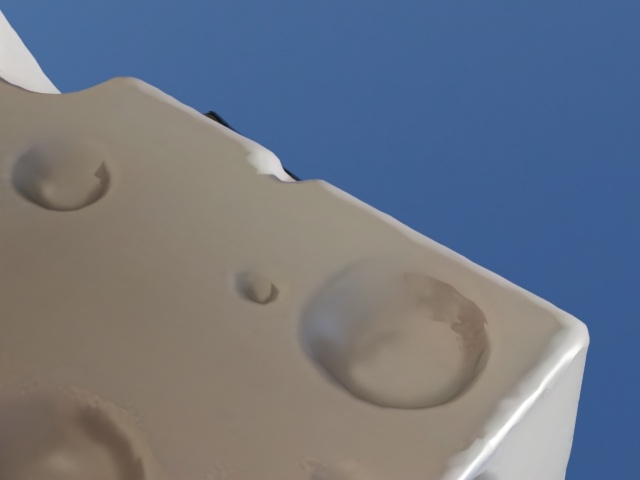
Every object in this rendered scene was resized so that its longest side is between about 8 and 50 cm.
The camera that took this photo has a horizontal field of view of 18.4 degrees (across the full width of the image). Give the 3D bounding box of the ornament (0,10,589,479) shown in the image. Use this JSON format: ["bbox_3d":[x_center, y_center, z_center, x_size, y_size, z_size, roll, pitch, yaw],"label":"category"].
[{"bbox_3d":[-0.098,0.114,0.545,0.240,0.239,0.240,29,-128,24],"label":"ornament"}]

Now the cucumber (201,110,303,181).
[{"bbox_3d":[0.000,0.000,0.881,0.163,0.043,0.039,37,-62,20],"label":"cucumber"}]
